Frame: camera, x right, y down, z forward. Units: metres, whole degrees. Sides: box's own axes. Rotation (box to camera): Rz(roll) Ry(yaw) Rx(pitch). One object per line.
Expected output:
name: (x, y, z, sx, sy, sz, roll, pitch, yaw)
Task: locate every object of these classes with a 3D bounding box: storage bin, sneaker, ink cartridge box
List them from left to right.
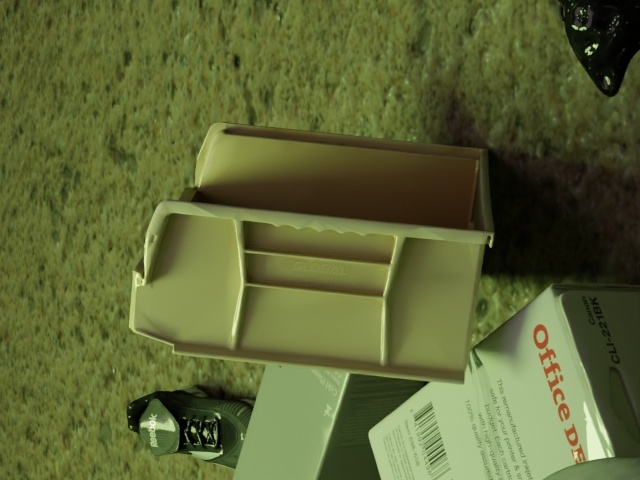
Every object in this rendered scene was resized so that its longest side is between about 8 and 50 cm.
sneaker: (-0.137, 0.205, 1.737, 0.234, 0.106, 0.078, 7, 97, 57)
storage bin: (0.000, 0.000, 1.293, 0.262, 0.260, 0.123, -75, -9, -72)
ink cartridge box: (0.173, 0.179, 1.247, 0.273, 0.114, 0.197, -46, 52, 48)

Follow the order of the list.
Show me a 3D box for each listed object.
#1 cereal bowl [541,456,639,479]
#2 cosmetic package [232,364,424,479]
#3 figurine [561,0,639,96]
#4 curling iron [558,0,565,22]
cereal bowl: (0.212, 0.321, 1.050, 0.339, 0.141, 0.338, 23, 126, 36)
cosmetic package: (0.008, 0.171, 1.517, 0.127, 0.107, 0.238, 41, 120, 46)
figurine: (0.226, -0.244, 1.165, 0.215, 0.092, 0.209, -41, 71, 36)
curling iron: (0.221, -0.302, 1.244, 0.068, 0.035, 0.274, 12, 99, 44)
